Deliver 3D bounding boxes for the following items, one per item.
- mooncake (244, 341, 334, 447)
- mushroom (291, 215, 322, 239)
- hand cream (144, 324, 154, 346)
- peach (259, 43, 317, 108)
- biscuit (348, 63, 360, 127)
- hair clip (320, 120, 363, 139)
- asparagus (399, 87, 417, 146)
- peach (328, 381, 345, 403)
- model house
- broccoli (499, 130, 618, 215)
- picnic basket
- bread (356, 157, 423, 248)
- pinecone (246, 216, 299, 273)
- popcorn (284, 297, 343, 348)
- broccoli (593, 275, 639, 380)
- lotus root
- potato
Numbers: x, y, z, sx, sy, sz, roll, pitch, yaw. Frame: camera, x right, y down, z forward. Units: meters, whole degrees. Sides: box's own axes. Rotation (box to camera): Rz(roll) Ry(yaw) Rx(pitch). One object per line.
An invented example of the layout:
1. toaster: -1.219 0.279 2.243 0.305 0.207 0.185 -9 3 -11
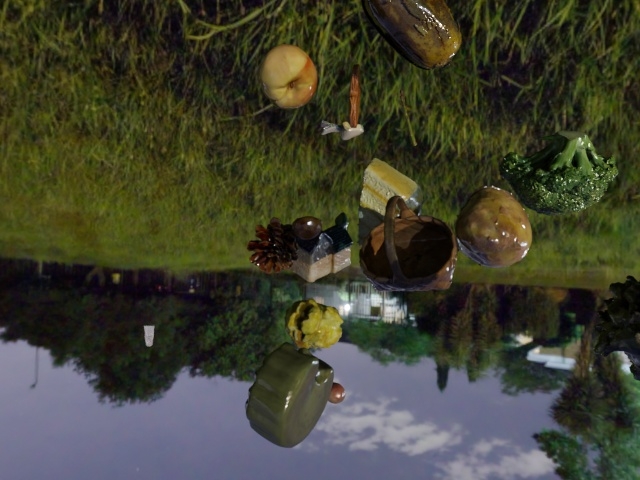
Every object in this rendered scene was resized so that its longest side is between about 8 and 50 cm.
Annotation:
1. mooncake: -0.105 0.531 1.471 0.187 0.352 0.351 17 -176 26
2. mushroom: -0.056 -0.055 1.668 0.127 0.087 0.127 -1 147 0
3. hand cream: -0.510 0.281 1.253 0.030 0.093 0.019 1 -145 -21
4. peach: -0.094 -0.483 1.244 0.184 0.184 0.184 2 177 0
5. biscuit: 0.127 -0.549 1.599 0.036 0.192 0.186 4 157 7
6. hair clip: 0.113 -0.548 2.063 0.218 0.071 0.159 -2 171 -16
7. asparagus: 0.373 -0.525 1.805 0.024 0.249 0.025 -14 -160 17
8. peach: 0.060 0.613 1.694 0.083 0.083 0.083 2 177 0
9. model house: 0.001 0.001 2.012 0.298 0.284 0.243 -26 -134 -37
10. broccoli: 0.876 -0.236 1.553 0.413 0.321 0.310 6 151 7
11. picnic basket: 0.273 0.009 1.403 0.337 0.293 0.337 9 148 6
12. bread: 0.311 -0.139 1.794 0.263 0.396 0.239 18 -140 21
13. pinecone: -0.201 0.028 1.769 0.201 0.229 0.203 -31 159 -45
14. popcorn: -0.049 0.369 1.858 0.250 0.235 0.242 -9 130 44
15. broccoli: 0.626 0.166 0.649 0.271 0.324 0.334 -9 -169 -33
16. lotus root: 0.263 -0.682 1.254 0.397 0.179 0.196 40 162 -11
17. potato: 0.600 -0.014 1.434 0.288 0.301 0.237 8 -160 2
